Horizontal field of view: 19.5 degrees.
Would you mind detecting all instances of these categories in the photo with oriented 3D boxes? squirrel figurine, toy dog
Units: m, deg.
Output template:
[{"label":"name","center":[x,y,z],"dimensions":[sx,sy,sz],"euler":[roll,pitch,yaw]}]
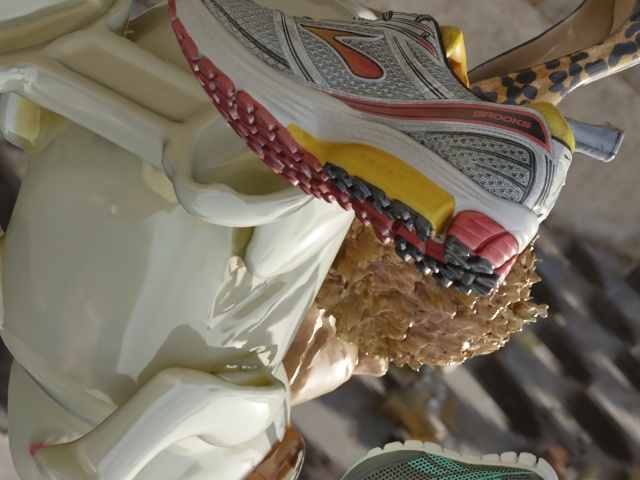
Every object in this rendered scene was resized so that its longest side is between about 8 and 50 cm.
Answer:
[{"label":"squirrel figurine","center":[0.000,0.000,1.688],"dimensions":[0.281,0.397,0.370],"euler":[-17,118,-41]},{"label":"toy dog","center":[-0.117,0.025,1.311],"dimensions":[0.395,0.285,0.408],"euler":[-48,156,-53]}]

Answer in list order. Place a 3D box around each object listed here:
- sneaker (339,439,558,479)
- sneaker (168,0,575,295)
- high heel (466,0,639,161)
[{"label":"sneaker","center":[0.096,0.191,1.378],"dimensions":[0.166,0.076,0.065],"euler":[-1,113,1]},{"label":"sneaker","center":[0.020,-0.064,0.856],"dimensions":[0.092,0.225,0.088],"euler":[-49,151,-11]},{"label":"high heel","center":[0.233,-0.214,1.766],"dimensions":[0.186,0.093,0.261],"euler":[13,96,-26]}]
